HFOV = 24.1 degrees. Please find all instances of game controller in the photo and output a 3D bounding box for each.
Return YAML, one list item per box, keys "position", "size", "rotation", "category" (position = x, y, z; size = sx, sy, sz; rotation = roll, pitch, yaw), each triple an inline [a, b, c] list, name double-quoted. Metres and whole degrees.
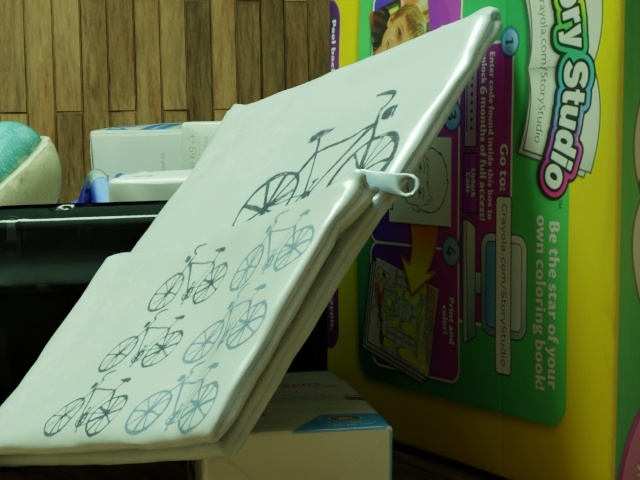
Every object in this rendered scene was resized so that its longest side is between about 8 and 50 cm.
- position: [-0.122, 0.052, 1.130]
  size: [0.319, 0.166, 0.067]
  rotation: [-2, 26, -2]
  category: "game controller"

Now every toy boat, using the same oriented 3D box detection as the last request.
- position: [-0.393, -0.011, 1.330]
  size: [0.318, 0.148, 0.267]
  rotation: [-12, 29, 45]
  category: "toy boat"

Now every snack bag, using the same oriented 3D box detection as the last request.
- position: [-0.056, -0.002, 0.923]
  size: [0.323, 0.037, 0.342]
  rotation: [-14, 36, 55]
  category: "snack bag"

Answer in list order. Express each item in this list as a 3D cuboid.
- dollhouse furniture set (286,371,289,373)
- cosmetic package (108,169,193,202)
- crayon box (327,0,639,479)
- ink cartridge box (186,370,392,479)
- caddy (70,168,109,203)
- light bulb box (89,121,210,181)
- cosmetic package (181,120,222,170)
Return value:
- position: [-0.048, 0.137, 1.035]
  size: [0.081, 0.091, 0.114]
  rotation: [-44, -8, -16]
  category: "dollhouse furniture set"
- position: [-0.088, 0.033, 1.242]
  size: [0.151, 0.184, 0.151]
  rotation: [-1, 5, 1]
  category: "cosmetic package"
- position: [0.125, -0.039, 0.968]
  size: [0.106, 0.363, 0.313]
  rotation: [-2, 5, -31]
  category: "crayon box"
- position: [-0.025, 0.122, 0.883]
  size: [0.104, 0.060, 0.180]
  rotation: [-2, 5, -9]
  category: "ink cartridge box"
- position: [-0.225, 0.016, 1.530]
  size: [0.241, 0.179, 0.341]
  rotation: [-3, 5, -14]
  category: "caddy"
- position: [-0.048, -0.036, 1.839]
  size: [0.361, 0.225, 0.358]
  rotation: [-1, 5, 13]
  category: "light bulb box"
- position: [0.000, 0.000, 1.381]
  size: [0.224, 0.224, 0.138]
  rotation: [0, 4, 18]
  category: "cosmetic package"
